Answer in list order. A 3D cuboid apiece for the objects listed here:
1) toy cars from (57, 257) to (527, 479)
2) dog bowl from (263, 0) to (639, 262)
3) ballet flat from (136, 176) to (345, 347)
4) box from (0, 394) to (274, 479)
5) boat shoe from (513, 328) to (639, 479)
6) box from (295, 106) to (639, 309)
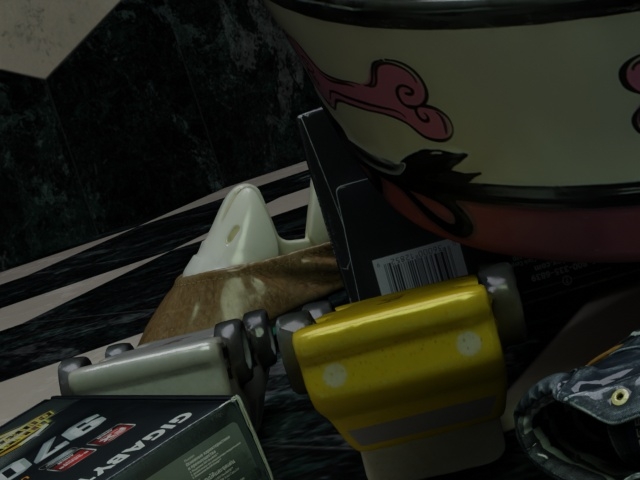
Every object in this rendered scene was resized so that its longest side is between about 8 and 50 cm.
[{"bbox_3d":[-0.016,0.078,0.734,0.176,0.087,0.393,-12,-1,-35],"label":"toy cars"},{"bbox_3d":[0.172,-0.136,0.735,0.407,0.150,0.408,-13,28,7],"label":"dog bowl"},{"bbox_3d":[0.000,0.000,1.132,0.342,0.124,0.116,-19,6,-6],"label":"ballet flat"},{"bbox_3d":[-0.152,0.138,0.614,0.220,0.051,0.175,-31,13,-34],"label":"box"},{"bbox_3d":[0.147,0.062,0.522,0.083,0.065,0.183,-22,1,-25],"label":"boat shoe"},{"bbox_3d":[0.123,-0.041,0.970,0.247,0.163,0.142,-16,4,1],"label":"box"}]
